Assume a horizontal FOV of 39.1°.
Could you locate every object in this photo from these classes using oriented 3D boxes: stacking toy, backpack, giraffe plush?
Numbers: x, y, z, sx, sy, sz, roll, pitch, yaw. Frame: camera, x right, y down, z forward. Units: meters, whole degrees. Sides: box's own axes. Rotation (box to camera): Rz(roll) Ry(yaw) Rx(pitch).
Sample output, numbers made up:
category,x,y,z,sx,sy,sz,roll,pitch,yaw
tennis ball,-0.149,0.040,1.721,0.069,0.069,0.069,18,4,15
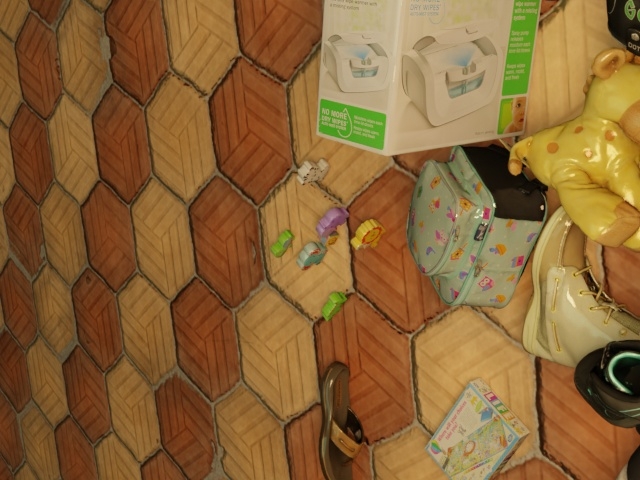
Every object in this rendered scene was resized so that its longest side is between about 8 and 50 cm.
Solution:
category,x,y,z,sx,sy,sz,roll,pitch,yaw
stacking toy,0.000,0.000,1.434,0.167,0.052,0.221,51,133,27
backpack,0.189,-0.009,1.140,0.165,0.145,0.188,-113,23,-54
giraffe plush,0.320,-0.112,0.966,0.210,0.181,0.170,40,117,14

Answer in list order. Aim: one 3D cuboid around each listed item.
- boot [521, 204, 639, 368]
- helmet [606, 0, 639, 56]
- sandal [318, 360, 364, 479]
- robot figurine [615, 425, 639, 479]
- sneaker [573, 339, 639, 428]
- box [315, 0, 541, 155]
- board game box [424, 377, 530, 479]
category,x,y,z,sx,sy,sz,roll,pitch,yaw
boot,0.329,0.071,1.062,0.165,0.077,0.213,28,125,42
helmet,0.364,-0.270,0.878,0.169,0.169,0.161,43,142,33
sandal,0.041,0.305,1.459,0.060,0.090,0.219,4,96,26
robot figurine,0.424,0.241,0.929,0.174,0.209,0.278,28,123,6
sneaker,0.316,0.132,0.901,0.101,0.106,0.267,-60,9,-8
box,0.131,-0.236,1.066,0.127,0.262,0.231,23,115,43
board game box,0.219,0.283,1.277,0.103,0.026,0.154,49,132,29
